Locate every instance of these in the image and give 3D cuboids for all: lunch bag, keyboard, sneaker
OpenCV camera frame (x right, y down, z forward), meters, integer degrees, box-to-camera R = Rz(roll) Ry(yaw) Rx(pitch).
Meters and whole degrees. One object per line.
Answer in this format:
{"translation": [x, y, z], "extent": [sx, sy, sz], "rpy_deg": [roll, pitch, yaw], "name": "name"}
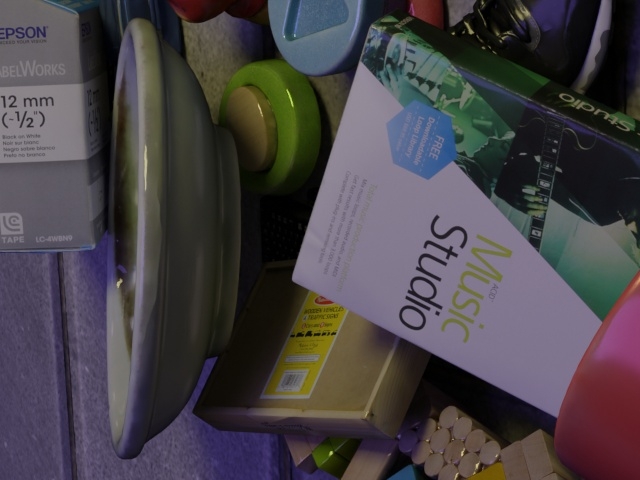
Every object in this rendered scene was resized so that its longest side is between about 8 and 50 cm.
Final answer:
{"translation": [-0.183, -0.230, 1.675], "extent": [0.065, 0.067, 0.098], "rpy_deg": [-5, 93, 52], "name": "lunch bag"}
{"translation": [0.000, 0.000, 1.528], "extent": [0.180, 0.023, 0.108], "rpy_deg": [22, 115, 47], "name": "keyboard"}
{"translation": [0.121, -0.122, 1.240], "extent": [0.283, 0.124, 0.107], "rpy_deg": [-65, 34, 36], "name": "sneaker"}

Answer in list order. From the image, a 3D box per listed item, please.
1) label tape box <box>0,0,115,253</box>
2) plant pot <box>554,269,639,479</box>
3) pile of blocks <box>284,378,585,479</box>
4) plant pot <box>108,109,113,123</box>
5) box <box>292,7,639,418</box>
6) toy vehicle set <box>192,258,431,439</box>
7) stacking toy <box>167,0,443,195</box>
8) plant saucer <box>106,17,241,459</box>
{"translation": [-0.279, -0.179, 1.676], "extent": [0.249, 0.115, 0.347], "rpy_deg": [-92, 1, -79], "name": "label tape box"}
{"translation": [0.319, 0.103, 0.961], "extent": [0.243, 0.275, 0.275], "rpy_deg": [41, 129, 28], "name": "plant pot"}
{"translation": [0.103, 0.201, 1.353], "extent": [0.362, 0.113, 0.149], "rpy_deg": [24, 82, 53], "name": "pile of blocks"}
{"translation": [-0.164, -0.114, 1.677], "extent": [0.079, 0.083, 0.083], "rpy_deg": [58, 139, 9], "name": "plant pot"}
{"translation": [0.152, -0.001, 1.192], "extent": [0.322, 0.058, 0.232], "rpy_deg": [26, 122, 14], "name": "box"}
{"translation": [0.002, 0.090, 1.418], "extent": [0.267, 0.035, 0.166], "rpy_deg": [-6, 53, 54], "name": "toy vehicle set"}
{"translation": [-0.045, -0.161, 1.445], "extent": [0.309, 0.130, 0.279], "rpy_deg": [20, 110, 49], "name": "stacking toy"}
{"translation": [-0.136, -0.001, 1.483], "extent": [0.400, 0.101, 0.400], "rpy_deg": [-179, 90, -79], "name": "plant saucer"}
